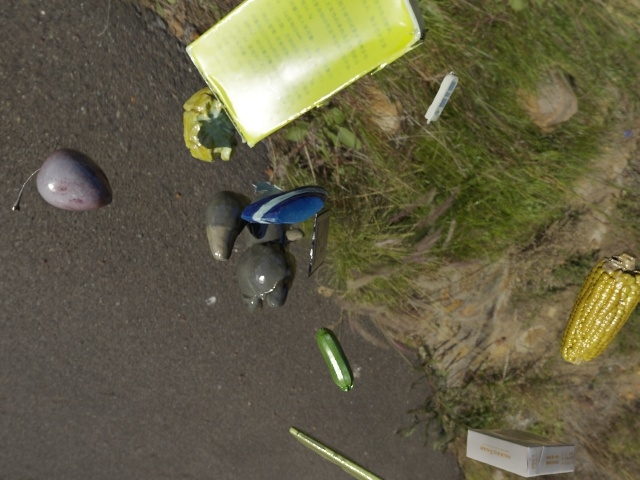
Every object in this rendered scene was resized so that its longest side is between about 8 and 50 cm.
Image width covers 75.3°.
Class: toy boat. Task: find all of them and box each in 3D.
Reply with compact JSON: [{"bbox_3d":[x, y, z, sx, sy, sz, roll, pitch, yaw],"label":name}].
[{"bbox_3d":[-0.083,-0.113,1.050,0.209,0.292,0.071,-7,114,2],"label":"toy boat"}]

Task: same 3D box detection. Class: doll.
[{"bbox_3d":[-0.241,0.051,1.410,0.378,0.383,0.252,19,146,-29],"label":"doll"}]

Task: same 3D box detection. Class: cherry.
[{"bbox_3d":[-0.528,-0.097,0.871,0.148,0.115,0.188,27,99,-38],"label":"cherry"}]

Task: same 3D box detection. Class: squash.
[{"bbox_3d":[0.051,0.387,1.355,0.077,0.220,0.068,-27,174,42],"label":"squash"}]

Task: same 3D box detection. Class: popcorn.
[{"bbox_3d":[-0.324,-0.349,1.251,0.183,0.204,0.222,13,106,-17],"label":"popcorn"}]

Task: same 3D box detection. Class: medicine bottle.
[{"bbox_3d":[-0.010,-0.243,0.496,0.250,0.137,0.141,-23,110,26],"label":"medicine bottle"}]

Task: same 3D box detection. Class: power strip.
[{"bbox_3d":[0.405,-0.473,1.400,0.047,0.030,0.191,-7,132,-43],"label":"power strip"}]

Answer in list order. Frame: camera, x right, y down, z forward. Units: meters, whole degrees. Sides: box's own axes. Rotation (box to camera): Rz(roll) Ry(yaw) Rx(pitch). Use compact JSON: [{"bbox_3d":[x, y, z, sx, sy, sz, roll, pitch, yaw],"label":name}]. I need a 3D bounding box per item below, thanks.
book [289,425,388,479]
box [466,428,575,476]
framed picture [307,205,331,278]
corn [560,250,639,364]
[{"bbox_3d":[0.098,0.552,0.988,0.035,0.351,0.239,-58,157,-24],"label":"book"},{"bbox_3d":[0.476,0.498,0.984,0.233,0.149,0.067,18,71,-35],"label":"box"},{"bbox_3d":[0.000,0.000,1.278,0.010,0.195,0.200,10,105,13],"label":"framed picture"},{"bbox_3d":[0.565,0.141,0.837,0.096,0.097,0.262,-2,118,-23],"label":"corn"}]
